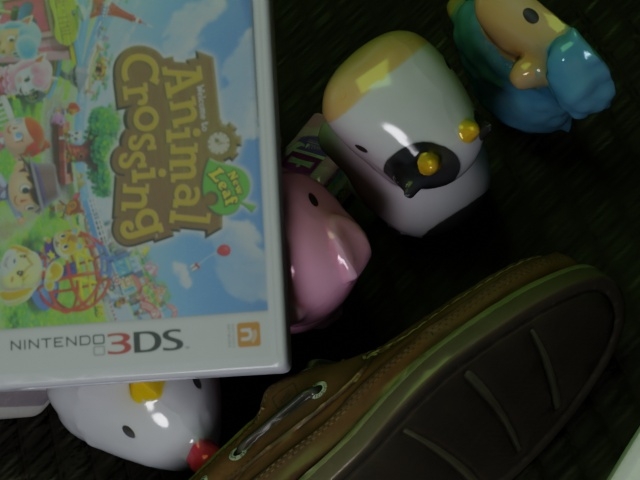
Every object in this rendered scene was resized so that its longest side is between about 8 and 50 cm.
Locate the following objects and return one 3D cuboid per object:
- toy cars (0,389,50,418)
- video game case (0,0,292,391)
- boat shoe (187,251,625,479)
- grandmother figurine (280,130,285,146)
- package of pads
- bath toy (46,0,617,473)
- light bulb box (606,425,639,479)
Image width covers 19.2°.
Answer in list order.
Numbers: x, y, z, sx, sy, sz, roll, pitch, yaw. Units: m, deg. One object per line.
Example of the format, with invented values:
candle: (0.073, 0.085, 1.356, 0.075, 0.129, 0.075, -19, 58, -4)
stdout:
toy cars: (-0.313, 0.088, 1.126, 0.394, 0.176, 0.087, -3, 84, 0)
video game case: (-0.116, -0.031, 0.987, 0.193, 0.023, 0.212, -4, 82, 8)
boat shoe: (0.014, 0.101, 0.961, 0.307, 0.110, 0.104, -39, 44, -8)
grandmother figurine: (-0.196, -0.040, 1.118, 0.342, 0.208, 0.104, -19, 77, 1)
package of pads: (-0.005, -0.039, 1.163, 0.050, 0.032, 0.083, 18, 61, 45)
bath toy: (0.000, 0.000, 1.042, 0.348, 0.151, 0.129, -41, 48, -5)
light bulb box: (0.181, 0.274, 0.516, 0.361, 0.225, 0.358, 28, 72, 22)
